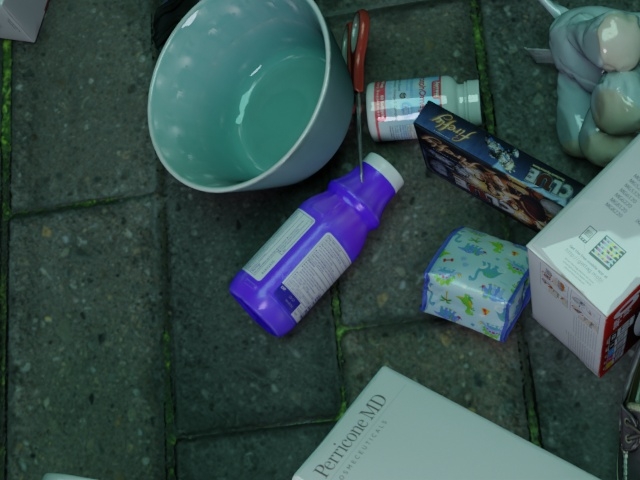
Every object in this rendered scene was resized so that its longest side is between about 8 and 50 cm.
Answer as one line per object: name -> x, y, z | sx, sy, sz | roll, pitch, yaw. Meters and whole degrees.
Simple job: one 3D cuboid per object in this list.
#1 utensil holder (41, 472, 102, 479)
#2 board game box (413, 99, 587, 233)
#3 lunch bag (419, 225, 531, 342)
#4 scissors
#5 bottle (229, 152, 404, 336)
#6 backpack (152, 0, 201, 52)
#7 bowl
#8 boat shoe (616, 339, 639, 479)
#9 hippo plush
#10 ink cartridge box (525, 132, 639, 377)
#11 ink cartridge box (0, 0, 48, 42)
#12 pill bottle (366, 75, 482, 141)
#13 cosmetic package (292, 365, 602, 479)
utensil holder -> -0.225, 0.496, 1.445 | 0.327, 0.327, 0.386 | 8, 74, 14
board game box -> 0.245, -0.085, 1.645 | 0.243, 0.165, 0.042 | 32, 80, 20
lunch bag -> 0.221, 0.048, 1.643 | 0.128, 0.096, 0.151 | 21, 47, 17
scissors -> 0.050, -0.198, 1.751 | 0.021, 0.109, 0.297 | 7, 67, -15
bottle -> 0.000, 0.000, 1.689 | 0.092, 0.118, 0.283 | 36, 80, 32
backpack -> -0.193, -0.323, 1.854 | 0.120, 0.101, 0.098 | -22, 60, 39
bowl -> -0.077, -0.197, 1.724 | 0.311, 0.163, 0.312 | -10, 71, 30
boat shoe -> 0.415, 0.221, 1.510 | 0.102, 0.092, 0.285 | 3, 69, 33
hippo plush -> 0.445, -0.236, 1.667 | 0.236, 0.234, 0.294 | -10, 26, -10
ink cartridge box -> 0.396, 0.002, 1.505 | 0.272, 0.309, 0.130 | -44, 69, -5
ink cartridge box -> -0.539, -0.408, 1.936 | 0.176, 0.127, 0.128 | 10, 74, 14
pill bottle -> 0.149, -0.190, 1.742 | 0.160, 0.087, 0.087 | -5, 70, 10
cosmetic package -> 0.205, 0.365, 1.451 | 0.453, 0.161, 0.230 | 26, 44, 19
